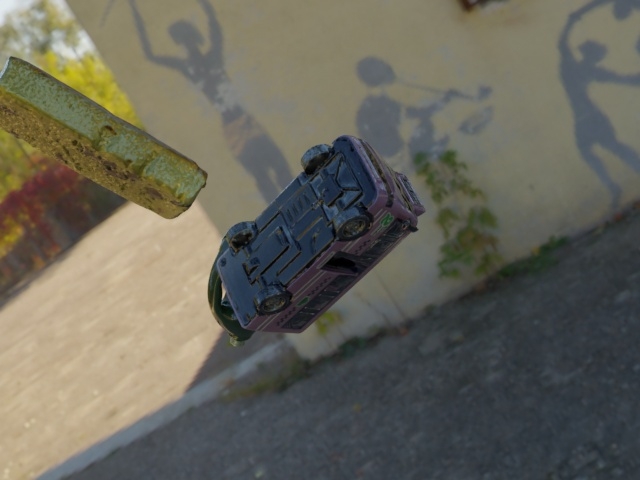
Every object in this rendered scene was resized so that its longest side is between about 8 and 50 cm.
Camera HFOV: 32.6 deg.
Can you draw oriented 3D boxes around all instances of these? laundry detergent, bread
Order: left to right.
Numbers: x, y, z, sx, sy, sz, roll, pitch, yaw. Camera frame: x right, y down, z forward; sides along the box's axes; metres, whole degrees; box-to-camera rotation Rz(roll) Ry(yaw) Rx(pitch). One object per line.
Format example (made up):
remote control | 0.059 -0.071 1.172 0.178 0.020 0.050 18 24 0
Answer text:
bread | -0.351 -0.151 1.721 0.138 0.361 0.077 -27 36 60
laundry detergent | -0.115 0.073 1.643 0.137 0.063 0.211 -14 -48 -43

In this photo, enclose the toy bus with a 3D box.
toy bus | 0.000 0.000 1.026 0.108 0.096 0.199 16 -51 -46
